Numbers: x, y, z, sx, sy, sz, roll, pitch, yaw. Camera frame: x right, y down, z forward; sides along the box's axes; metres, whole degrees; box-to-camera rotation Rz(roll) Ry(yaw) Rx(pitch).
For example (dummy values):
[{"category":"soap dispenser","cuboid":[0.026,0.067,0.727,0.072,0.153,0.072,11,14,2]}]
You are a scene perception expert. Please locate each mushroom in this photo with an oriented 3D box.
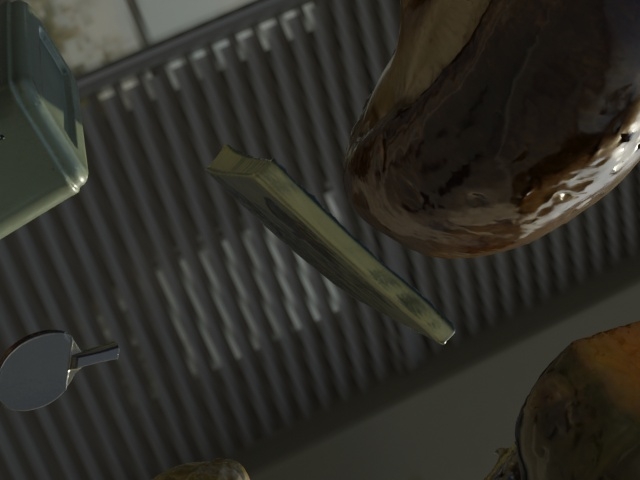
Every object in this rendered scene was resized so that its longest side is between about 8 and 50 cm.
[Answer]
[{"category":"mushroom","cuboid":[0.143,-0.141,1.114,0.345,0.239,0.345,-176,-90,-88]}]

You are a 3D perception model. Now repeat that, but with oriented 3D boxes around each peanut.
[{"category":"peanut","cuboid":[-0.159,0.327,2.069,0.109,0.159,0.140,65,-13,-2]}]

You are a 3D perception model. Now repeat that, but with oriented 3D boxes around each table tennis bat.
[{"category":"table tennis bat","cuboid":[-0.286,0.136,1.812,0.014,0.158,0.095,31,-59,39]}]

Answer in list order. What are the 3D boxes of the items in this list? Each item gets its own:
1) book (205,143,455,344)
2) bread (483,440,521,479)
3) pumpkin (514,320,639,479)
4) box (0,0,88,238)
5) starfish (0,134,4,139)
[{"category":"book","cuboid":[0.000,0.000,1.813,0.260,0.043,0.371,43,-4,-11]},{"category":"bread","cuboid":[0.181,0.260,1.559,0.127,0.152,0.147,49,-21,12]},{"category":"pumpkin","cuboid":[0.281,0.153,1.021,0.256,0.303,0.225,80,-10,-55]},{"category":"box","cuboid":[-0.333,-0.110,1.620,0.175,0.182,0.312,60,5,-28]},{"category":"starfish","cuboid":[-0.400,-0.247,1.401,0.357,0.078,0.347,21,-53,20]}]
